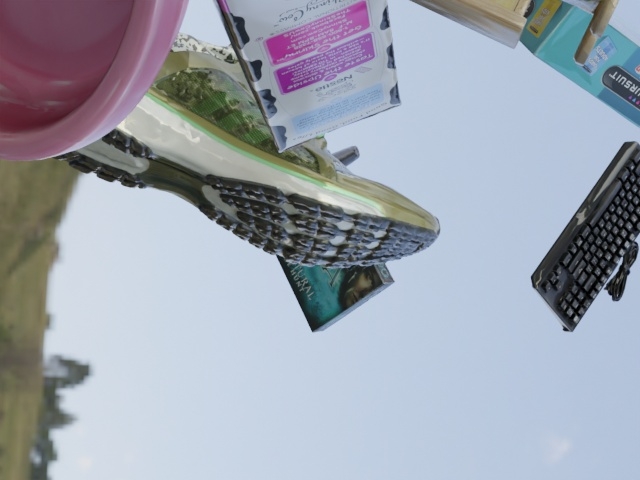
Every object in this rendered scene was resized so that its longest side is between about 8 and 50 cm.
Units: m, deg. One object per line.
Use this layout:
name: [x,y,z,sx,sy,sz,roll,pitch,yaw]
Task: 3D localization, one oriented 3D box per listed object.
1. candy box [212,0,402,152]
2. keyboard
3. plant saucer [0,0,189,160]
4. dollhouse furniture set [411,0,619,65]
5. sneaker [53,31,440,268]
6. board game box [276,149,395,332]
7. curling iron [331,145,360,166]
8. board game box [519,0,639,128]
candy box: [-0.029,-0.152,0.640,0.233,0.071,0.159,66,2,-74]
keyboard: [0.274,0.005,1.387,0.023,0.108,0.180,17,-116,50]
plant saucer: [-0.189,-0.219,0.924,0.332,0.084,0.332,14,-67,38]
dollhouse furniture set: [0.124,-0.213,1.119,0.161,0.212,0.242,-63,175,-9]
sneaker: [-0.065,-0.114,1.321,0.182,0.410,0.158,-69,-170,-21]
board game box: [0.000,0.000,1.761,0.126,0.026,0.186,-36,-108,33]
curling iron: [-0.022,-0.077,1.613,0.035,0.274,0.068,17,-72,28]
board game box: [0.323,-0.240,1.761,0.079,0.336,0.254,-51,-141,16]
